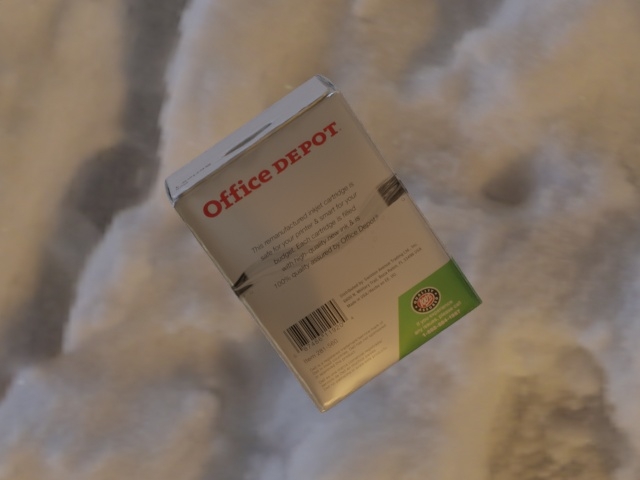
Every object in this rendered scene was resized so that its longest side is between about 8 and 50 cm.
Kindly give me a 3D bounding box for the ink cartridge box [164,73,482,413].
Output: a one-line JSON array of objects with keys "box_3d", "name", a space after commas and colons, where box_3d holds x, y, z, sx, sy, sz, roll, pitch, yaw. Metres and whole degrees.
[{"box_3d": [0.000, 0.000, 1.399, 0.160, 0.092, 0.219, -34, 108, 0], "name": "ink cartridge box"}]
